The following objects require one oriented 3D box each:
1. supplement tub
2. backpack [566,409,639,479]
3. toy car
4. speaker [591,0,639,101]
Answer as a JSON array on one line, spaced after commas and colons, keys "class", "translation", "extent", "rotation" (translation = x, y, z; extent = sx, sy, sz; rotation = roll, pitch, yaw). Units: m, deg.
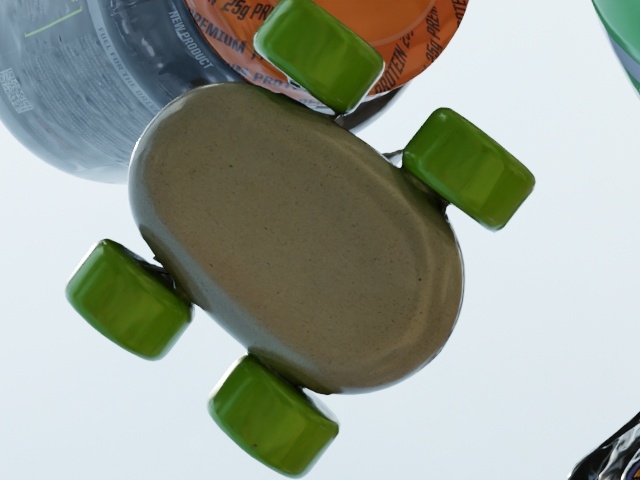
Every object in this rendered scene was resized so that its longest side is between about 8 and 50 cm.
[{"class": "supplement tub", "translation": [-0.066, -0.144, 1.039], "extent": [0.207, 0.338, 0.207], "rotation": [1, -92, -27]}, {"class": "backpack", "translation": [0.343, 0.221, 1.295], "extent": [0.276, 0.213, 0.263], "rotation": [-34, -82, -20]}, {"class": "toy car", "translation": [0.000, 0.000, 0.776], "extent": [0.149, 0.155, 0.188], "rotation": [39, -176, 8]}, {"class": "speaker", "translation": [0.098, -0.142, 0.318], "extent": [0.296, 0.131, 0.131], "rotation": [72, -175, -50]}]
